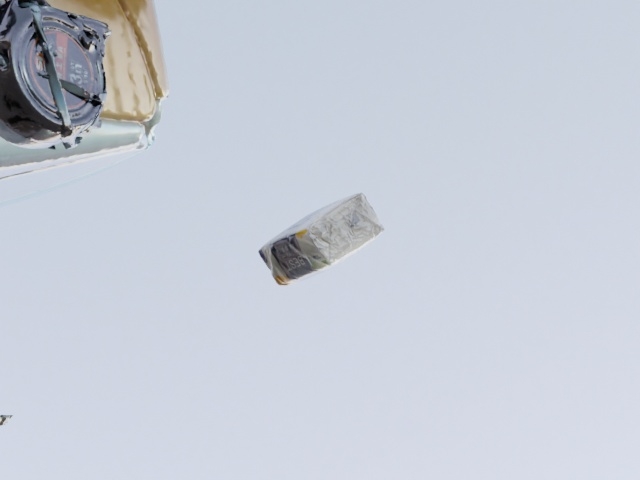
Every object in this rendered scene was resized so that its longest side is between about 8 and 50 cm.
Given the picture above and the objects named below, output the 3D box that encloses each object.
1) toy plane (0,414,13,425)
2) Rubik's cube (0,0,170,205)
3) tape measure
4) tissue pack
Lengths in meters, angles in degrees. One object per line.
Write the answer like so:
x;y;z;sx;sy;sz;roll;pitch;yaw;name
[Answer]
-0.315;0.201;1.387;0.256;0.242;0.104;-52;-28;11;toy plane
-0.364;-0.188;1.477;0.352;0.347;0.352;-10;-3;-41;Rubik's cube
-0.170;-0.103;1.136;0.054;0.094;0.091;-20;-36;41;tape measure
0.000;0.000;1.393;0.042;0.062;0.083;60;-32;-3;tissue pack
